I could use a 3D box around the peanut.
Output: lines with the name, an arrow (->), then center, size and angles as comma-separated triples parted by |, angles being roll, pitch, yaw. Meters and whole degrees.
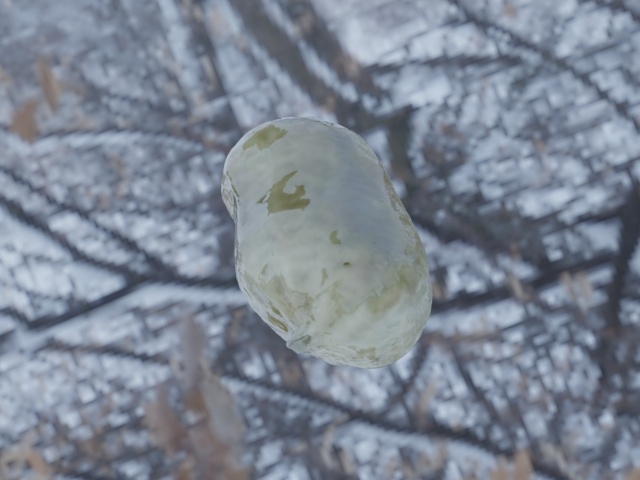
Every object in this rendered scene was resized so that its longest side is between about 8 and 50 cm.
peanut -> 0.000, 0.000, 1.284 | 0.129, 0.129, 0.224 | -22, -136, 0
